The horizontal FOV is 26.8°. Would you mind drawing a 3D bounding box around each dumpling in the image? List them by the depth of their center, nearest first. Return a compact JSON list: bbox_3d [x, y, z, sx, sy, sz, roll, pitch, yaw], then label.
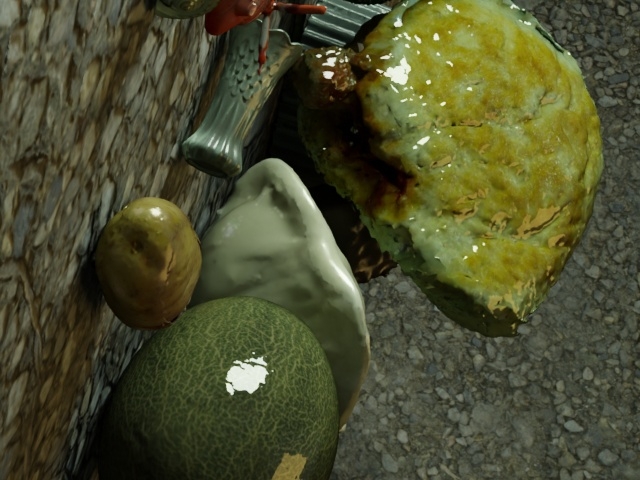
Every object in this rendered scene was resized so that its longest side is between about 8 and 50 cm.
[{"bbox_3d":[-0.040,0.081,1.535,0.187,0.243,0.318,-21,121,-27],"label":"dumpling"}]

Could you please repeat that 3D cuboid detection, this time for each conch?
[{"bbox_3d":[-0.097,-0.202,1.027,0.076,0.057,0.085,-57,-173,52],"label":"conch"}]

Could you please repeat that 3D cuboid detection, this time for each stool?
[{"bbox_3d":[0.125,-0.174,1.906,0.297,0.330,0.297,18,90,-85],"label":"stool"}]

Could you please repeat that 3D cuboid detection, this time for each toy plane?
[{"bbox_3d":[-0.029,-0.253,1.178,0.194,0.126,0.077,-37,145,9],"label":"toy plane"}]

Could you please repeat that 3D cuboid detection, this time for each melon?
[{"bbox_3d":[-0.098,0.192,1.367,0.301,0.238,0.237,-69,175,-50],"label":"melon"}]

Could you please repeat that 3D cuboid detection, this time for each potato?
[{"bbox_3d":[-0.146,0.021,1.144,0.170,0.080,0.107,96,5,-80],"label":"potato"}]

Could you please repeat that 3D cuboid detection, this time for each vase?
[{"bbox_3d":[-0.082,-0.136,1.311,0.081,0.081,0.148,84,29,-78],"label":"vase"}]

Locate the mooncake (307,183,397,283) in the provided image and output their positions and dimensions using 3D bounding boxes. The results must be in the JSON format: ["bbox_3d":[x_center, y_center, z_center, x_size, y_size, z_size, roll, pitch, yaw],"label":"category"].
[{"bbox_3d":[0.000,0.000,1.743,0.228,0.228,0.124,-56,133,-71],"label":"mooncake"}]

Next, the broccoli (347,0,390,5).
[{"bbox_3d":[0.067,-0.361,1.615,0.195,0.196,0.156,-38,126,-81],"label":"broccoli"}]

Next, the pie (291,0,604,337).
[{"bbox_3d":[0.180,-0.107,1.656,0.395,0.418,0.180,-36,-178,-34],"label":"pie"}]

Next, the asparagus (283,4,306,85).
[{"bbox_3d":[-0.033,-0.249,1.719,0.018,0.015,0.127,-54,164,-41],"label":"asparagus"}]
